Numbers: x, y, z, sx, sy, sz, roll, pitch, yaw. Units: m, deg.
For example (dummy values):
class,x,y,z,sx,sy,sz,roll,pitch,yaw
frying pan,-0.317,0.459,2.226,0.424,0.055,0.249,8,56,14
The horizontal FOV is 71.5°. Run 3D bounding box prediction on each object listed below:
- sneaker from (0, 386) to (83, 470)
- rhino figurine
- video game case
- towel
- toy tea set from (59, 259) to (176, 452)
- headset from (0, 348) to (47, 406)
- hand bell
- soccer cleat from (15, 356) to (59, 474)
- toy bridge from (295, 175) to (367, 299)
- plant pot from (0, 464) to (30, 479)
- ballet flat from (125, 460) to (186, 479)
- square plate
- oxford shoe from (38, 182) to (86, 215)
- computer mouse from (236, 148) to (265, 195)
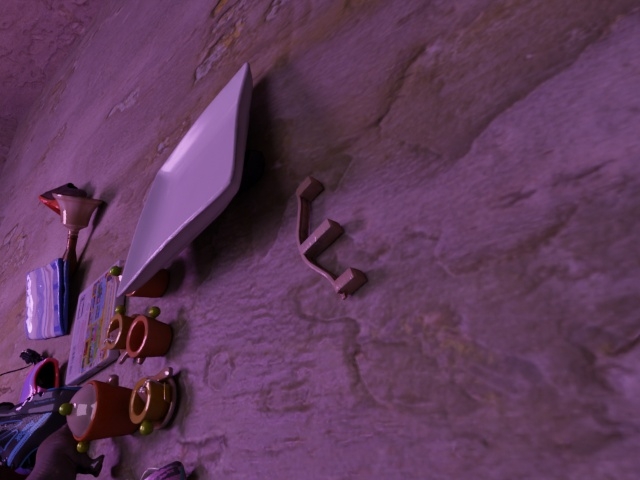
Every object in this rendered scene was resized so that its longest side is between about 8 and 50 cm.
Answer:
class,x,y,z,sx,sy,sz,roll,pitch,yaw
sneaker,-0.626,0.397,0.892,0.341,0.125,0.139,-18,69,11
rhino figurine,-0.423,0.372,0.746,0.243,0.107,0.073,-100,31,-61
video game case,-0.500,0.185,0.996,0.206,0.026,0.226,-32,51,32
towel,-0.759,0.166,1.226,0.285,0.034,0.209,-14,77,41
toy tea set,-0.357,0.185,0.777,0.200,0.124,0.335,-38,49,28
headset,-0.852,0.445,1.098,0.185,0.243,0.394,7,52,35
hand bell,-0.686,-0.002,1.227,0.126,0.126,0.241,12,92,47
soccer cleat,-0.643,0.389,1.007,0.095,0.083,0.247,-44,42,33
toy bridge,0.000,0.000,0.575,0.063,0.026,0.188,-44,47,26
plant pot,-0.740,0.549,0.917,0.216,0.231,0.215,-20,61,42
ballet flat,-0.268,0.383,0.650,0.222,0.077,0.079,-36,32,23
square plate,-0.227,-0.107,0.790,0.344,0.049,0.347,-38,37,32
oxford shoe,-0.811,-0.131,1.417,0.272,0.097,0.098,15,63,43
computer mouse,-0.168,-0.077,0.776,0.242,0.041,0.071,-33,41,40
